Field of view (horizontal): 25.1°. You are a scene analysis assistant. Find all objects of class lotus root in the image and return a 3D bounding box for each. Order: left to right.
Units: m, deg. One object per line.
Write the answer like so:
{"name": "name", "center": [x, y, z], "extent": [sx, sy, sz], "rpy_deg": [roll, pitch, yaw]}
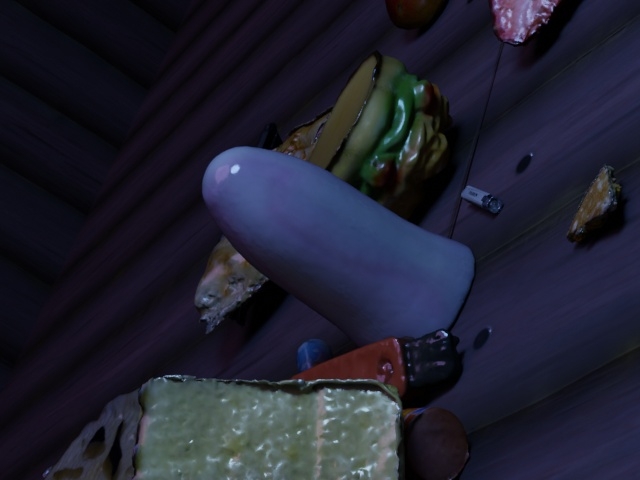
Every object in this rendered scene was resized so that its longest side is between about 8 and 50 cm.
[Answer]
{"name": "lotus root", "center": [-0.327, 0.396, 2.097], "extent": [0.375, 0.111, 0.390], "rpy_deg": [-21, 36, 60]}

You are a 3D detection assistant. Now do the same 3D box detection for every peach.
{"name": "peach", "center": [0.143, -0.373, 2.200], "extent": [0.100, 0.101, 0.100], "rpy_deg": [-49, 19, 23]}

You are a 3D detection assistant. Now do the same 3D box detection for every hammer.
{"name": "hammer", "center": [-0.069, 0.068, 2.105], "extent": [0.246, 0.029, 0.103], "rpy_deg": [-17, 42, 62]}

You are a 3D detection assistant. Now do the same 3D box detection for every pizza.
{"name": "pizza", "center": [-0.035, -0.089, 2.163], "extent": [0.435, 0.080, 0.392], "rpy_deg": [-44, 14, 16]}
{"name": "pizza", "center": [0.268, -0.028, 1.372], "extent": [0.083, 0.025, 0.078], "rpy_deg": [-62, 12, 8]}

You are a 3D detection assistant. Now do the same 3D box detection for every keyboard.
{"name": "keyboard", "center": [-0.110, -0.065, 2.339], "extent": [0.016, 0.106, 0.262], "rpy_deg": [9, 62, 23]}

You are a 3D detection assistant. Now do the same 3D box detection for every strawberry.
{"name": "strawberry", "center": [0.286, -0.353, 1.786], "extent": [0.175, 0.107, 0.236], "rpy_deg": [46, 106, 35]}

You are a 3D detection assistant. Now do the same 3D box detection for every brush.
{"name": "brush", "center": [0.021, 0.162, 1.559], "extent": [0.323, 0.051, 0.070], "rpy_deg": [-25, 72, 41]}

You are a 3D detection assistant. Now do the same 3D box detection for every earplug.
{"name": "earplug", "center": [0.000, 0.000, 1.578], "extent": [0.172, 0.301, 0.172], "rpy_deg": [-50, 18, 22]}

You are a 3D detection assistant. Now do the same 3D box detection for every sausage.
{"name": "sausage", "center": [0.052, 0.211, 1.457], "extent": [0.274, 0.074, 0.074], "rpy_deg": [-21, 40, 62]}

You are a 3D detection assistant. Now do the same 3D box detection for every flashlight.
{"name": "flashlight", "center": [0.184, -0.046, 1.639], "extent": [0.018, 0.018, 0.083], "rpy_deg": [-55, 18, 0]}

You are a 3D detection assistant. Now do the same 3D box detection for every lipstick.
{"name": "lipstick", "center": [-0.001, 0.170, 1.707], "extent": [0.048, 0.048, 0.158], "rpy_deg": [-52, 18, 14]}

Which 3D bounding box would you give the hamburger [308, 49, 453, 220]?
{"name": "hamburger", "center": [0.081, -0.114, 1.823], "extent": [0.237, 0.149, 0.237], "rpy_deg": [-58, 10, 17]}

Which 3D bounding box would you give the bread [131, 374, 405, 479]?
{"name": "bread", "center": [-0.051, 0.249, 1.289], "extent": [0.198, 0.236, 0.263], "rpy_deg": [-32, 52, 57]}
